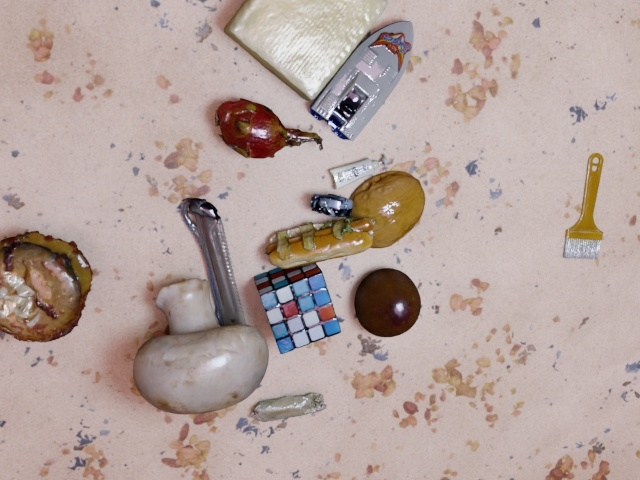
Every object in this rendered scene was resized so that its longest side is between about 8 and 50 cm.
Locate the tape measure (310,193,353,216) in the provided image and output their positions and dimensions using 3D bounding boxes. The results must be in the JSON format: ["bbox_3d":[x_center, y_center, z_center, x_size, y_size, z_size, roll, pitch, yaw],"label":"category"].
[{"bbox_3d":[0.026,-0.080,1.629,0.094,0.091,0.054,9,94,4],"label":"tape measure"}]

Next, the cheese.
[{"bbox_3d":[-0.030,-0.473,1.509,0.242,0.124,0.265,38,92,-20],"label":"cheese"}]

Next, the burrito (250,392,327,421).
[{"bbox_3d":[-0.078,0.407,1.737,0.188,0.045,0.058,-8,97,-8],"label":"burrito"}]

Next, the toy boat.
[{"bbox_3d":[0.109,-0.369,1.577,0.129,0.088,0.295,37,93,-17],"label":"toy boat"}]

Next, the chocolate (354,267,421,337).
[{"bbox_3d":[0.159,0.151,1.670,0.177,0.177,0.176,-3,103,-11],"label":"chocolate"}]

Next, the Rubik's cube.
[{"bbox_3d":[-0.055,0.145,1.625,0.151,0.155,0.154,-21,105,-6],"label":"Rubik's cube"}]

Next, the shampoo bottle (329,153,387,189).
[{"bbox_3d":[0.091,-0.163,1.650,0.141,0.034,0.049,-20,99,-7],"label":"shampoo bottle"}]

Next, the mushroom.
[{"bbox_3d":[-0.265,0.228,1.549,0.298,0.297,0.290,-10,82,-9],"label":"mushroom"}]

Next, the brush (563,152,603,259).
[{"bbox_3d":[0.680,-0.086,1.798,0.103,0.013,0.272,2,101,-12],"label":"brush"}]

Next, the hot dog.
[{"bbox_3d":[0.000,0.000,1.610,0.270,0.109,0.072,-14,123,5],"label":"hot dog"}]

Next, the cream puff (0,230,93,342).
[{"bbox_3d":[-0.599,0.092,1.501,0.240,0.164,0.240,1,105,3],"label":"cream puff"}]

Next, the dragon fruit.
[{"bbox_3d":[-0.109,-0.236,1.549,0.246,0.125,0.125,7,98,-20],"label":"dragon fruit"}]

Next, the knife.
[{"bbox_3d":[-0.236,0.067,1.633,0.089,0.043,0.365,-6,109,24],"label":"knife"}]

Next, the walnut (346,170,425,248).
[{"bbox_3d":[0.160,-0.072,1.657,0.211,0.087,0.167,-40,103,-1],"label":"walnut"}]
